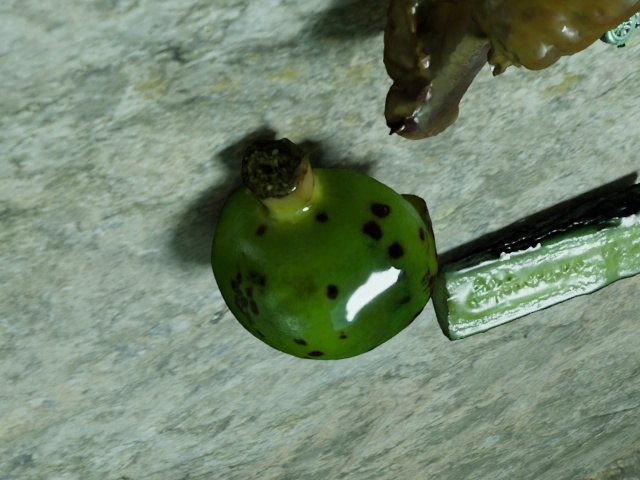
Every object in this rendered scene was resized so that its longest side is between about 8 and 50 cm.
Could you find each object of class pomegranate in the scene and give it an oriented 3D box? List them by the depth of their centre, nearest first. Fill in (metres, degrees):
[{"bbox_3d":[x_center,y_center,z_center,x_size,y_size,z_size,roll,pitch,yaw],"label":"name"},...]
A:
[{"bbox_3d":[0.000,0.013,0.868,0.143,0.122,0.169,-3,165,16],"label":"pomegranate"}]

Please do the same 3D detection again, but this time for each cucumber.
[{"bbox_3d":[0.191,0.012,1.167,0.211,0.062,0.078,-18,122,-9],"label":"cucumber"}]

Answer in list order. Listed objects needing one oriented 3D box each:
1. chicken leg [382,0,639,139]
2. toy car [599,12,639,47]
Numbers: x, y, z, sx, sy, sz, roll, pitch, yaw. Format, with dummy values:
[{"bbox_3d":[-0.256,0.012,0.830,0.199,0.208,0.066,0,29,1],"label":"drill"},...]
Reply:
[{"bbox_3d":[0.163,-0.182,0.625,0.295,0.182,0.409,-32,167,-37],"label":"chicken leg"},{"bbox_3d":[0.189,-0.151,0.818,0.142,0.069,0.055,-15,114,-29],"label":"toy car"}]
